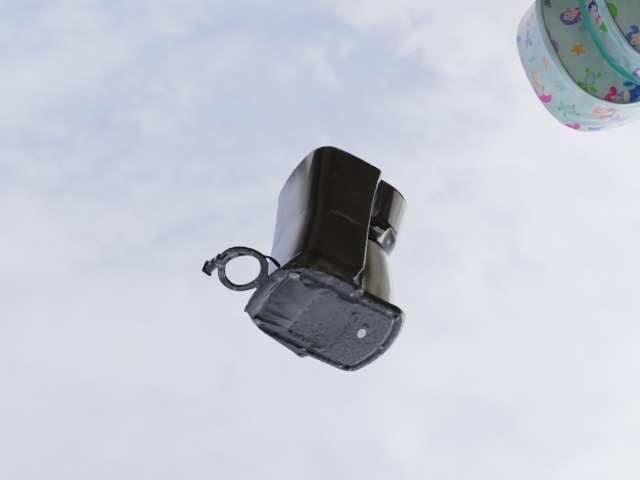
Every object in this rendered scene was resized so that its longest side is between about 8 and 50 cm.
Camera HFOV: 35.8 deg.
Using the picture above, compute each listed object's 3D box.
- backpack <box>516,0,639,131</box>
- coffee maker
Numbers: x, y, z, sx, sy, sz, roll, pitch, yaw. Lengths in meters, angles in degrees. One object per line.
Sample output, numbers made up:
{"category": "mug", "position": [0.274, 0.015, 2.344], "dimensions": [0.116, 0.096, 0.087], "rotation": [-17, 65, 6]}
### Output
{"category": "backpack", "position": [0.392, -0.265, 1.278], "dimensions": [0.253, 0.191, 0.225], "rotation": [-19, -101, -9]}
{"category": "coffee maker", "position": [0.000, 0.000, 0.890], "dimensions": [0.120, 0.171, 0.178], "rotation": [-27, -148, 26]}
